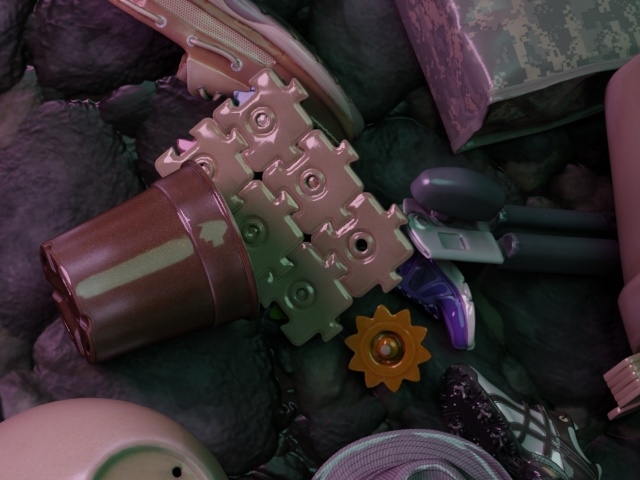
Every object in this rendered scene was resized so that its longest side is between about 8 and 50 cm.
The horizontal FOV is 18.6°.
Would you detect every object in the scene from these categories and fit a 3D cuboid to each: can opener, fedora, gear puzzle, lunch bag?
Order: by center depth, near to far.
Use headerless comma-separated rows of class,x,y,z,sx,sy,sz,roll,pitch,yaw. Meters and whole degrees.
fedora,0.102,0.299,1.823,0.243,0.124,0.275,-2,73,-9
gear puzzle,0.000,0.000,1.933,0.175,0.044,0.339,-40,84,14
can opener,0.200,-0.011,1.976,0.280,0.093,0.074,8,49,-38
lunch bag,0.245,-0.251,2.083,0.287,0.169,0.235,-16,74,-18

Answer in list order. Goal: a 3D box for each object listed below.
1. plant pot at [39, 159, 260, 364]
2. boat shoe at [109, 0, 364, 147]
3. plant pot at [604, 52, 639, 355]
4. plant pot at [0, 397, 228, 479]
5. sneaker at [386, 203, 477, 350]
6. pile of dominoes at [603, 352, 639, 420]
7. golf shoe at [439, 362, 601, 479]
plant pot,-0.167,0.030,1.850,0.165,0.167,0.167,-23,77,-16
boat shoe,-0.096,-0.198,1.995,0.324,0.123,0.116,41,96,-8
plant pot,0.423,-0.061,1.977,0.323,0.323,0.280,-11,72,-22
plant pot,-0.181,0.259,1.703,0.284,0.191,0.284,9,67,-24
sneaker,0.104,0.045,1.987,0.071,0.068,0.170,-27,70,-10
pile of dominoes,0.409,0.103,1.975,0.251,0.196,0.040,-19,74,-24
golf shoe,0.200,0.192,1.950,0.198,0.077,0.094,51,52,-1
